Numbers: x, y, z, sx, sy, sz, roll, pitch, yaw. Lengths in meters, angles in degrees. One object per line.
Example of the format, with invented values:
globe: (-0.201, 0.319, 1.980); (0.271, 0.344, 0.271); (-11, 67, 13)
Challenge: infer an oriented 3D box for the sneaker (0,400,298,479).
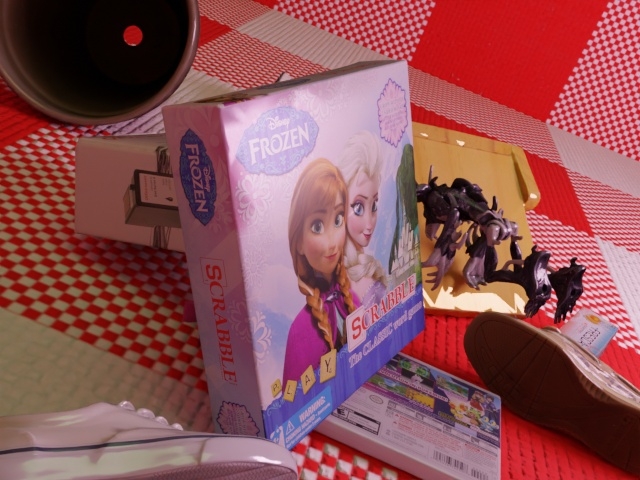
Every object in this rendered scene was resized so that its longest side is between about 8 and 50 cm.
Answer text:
sneaker: (-0.142, 0.165, 0.586); (0.258, 0.094, 0.091); (8, 33, -26)

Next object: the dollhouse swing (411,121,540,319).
dollhouse swing: (0.149, -0.018, 1.233); (0.346, 0.305, 0.315); (6, -12, -31)

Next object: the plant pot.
plant pot: (-0.345, -0.352, 1.251); (0.323, 0.323, 0.280); (21, 8, -3)

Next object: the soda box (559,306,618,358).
soda box: (0.360, 0.154, 1.068); (0.063, 0.058, 0.183); (35, 28, 24)

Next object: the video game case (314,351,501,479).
video game case: (0.102, 0.188, 0.830); (0.201, 0.023, 0.183); (23, 25, 4)

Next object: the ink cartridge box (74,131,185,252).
ink cartridge box: (-0.123, -0.057, 0.904); (0.272, 0.115, 0.198); (9, 12, 17)

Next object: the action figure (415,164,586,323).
action figure: (0.201, 0.007, 0.999); (0.164, 0.141, 0.275); (2, 30, -42)

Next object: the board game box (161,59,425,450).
board game box: (0.000, 0.000, 0.745); (0.066, 0.318, 0.318); (5, 21, 33)

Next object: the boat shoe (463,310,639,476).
boat shoe: (0.304, 0.180, 0.934); (0.285, 0.105, 0.089); (36, 22, 6)

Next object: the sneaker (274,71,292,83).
sneaker: (-0.064, -0.227, 1.453); (0.122, 0.110, 0.283); (35, 24, -17)

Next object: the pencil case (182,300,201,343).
pencil case: (-0.035, 0.071, 0.861); (0.104, 0.104, 0.236); (37, 28, 29)
